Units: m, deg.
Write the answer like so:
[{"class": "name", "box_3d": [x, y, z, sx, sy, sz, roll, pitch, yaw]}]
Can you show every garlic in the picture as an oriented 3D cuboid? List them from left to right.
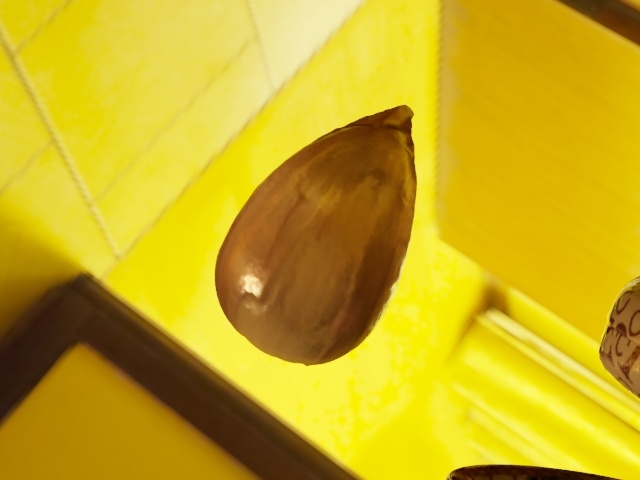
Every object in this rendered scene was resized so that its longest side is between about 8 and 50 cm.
[{"class": "garlic", "box_3d": [0.008, 0.005, 1.099, 0.128, 0.115, 0.207, 14, 114, -45]}]

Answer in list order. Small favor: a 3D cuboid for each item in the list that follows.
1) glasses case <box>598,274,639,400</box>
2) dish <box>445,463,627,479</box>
[{"class": "glasses case", "box_3d": [0.253, 0.065, 0.860, 0.354, 0.137, 0.085, 0, 112, -65]}, {"class": "dish", "box_3d": [0.129, 0.167, 0.800, 0.141, 0.141, 0.078, 3, 96, -62]}]
